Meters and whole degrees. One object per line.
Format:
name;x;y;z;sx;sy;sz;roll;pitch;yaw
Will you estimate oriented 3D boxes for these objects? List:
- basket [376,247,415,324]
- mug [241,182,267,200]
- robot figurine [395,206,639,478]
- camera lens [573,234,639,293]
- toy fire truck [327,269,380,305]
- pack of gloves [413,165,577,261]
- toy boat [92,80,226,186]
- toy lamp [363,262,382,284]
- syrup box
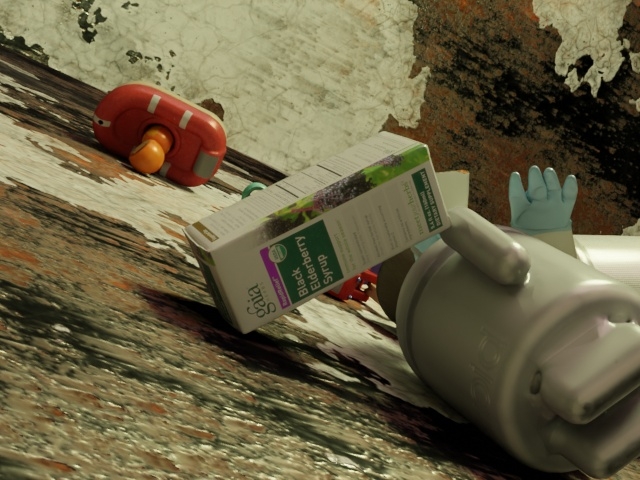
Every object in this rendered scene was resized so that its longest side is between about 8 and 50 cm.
basket;0.210;0.103;1.366;0.204;0.154;0.227;22;11;-34
mug;-0.041;-0.020;1.587;0.158;0.097;0.129;27;7;19
robot figurine;0.207;0.101;1.077;0.353;0.200;0.300;36;-28;60
camera lens;0.413;0.102;1.461;0.274;0.219;0.219;1;13;-16
toy fire truck;0.076;0.074;1.512;0.135;0.047;0.192;30;8;23
pack of gloves;0.199;0.000;1.203;0.195;0.046;0.232;-5;-33;11
toy boat;-0.286;-0.168;1.798;0.231;0.151;0.151;26;35;-3
toy lamp;0.000;0.000;1.702;0.080;0.080;0.275;21;7;-42
syrup box;-0.003;-0.012;1.015;0.096;0.237;0.093;31;-35;62
